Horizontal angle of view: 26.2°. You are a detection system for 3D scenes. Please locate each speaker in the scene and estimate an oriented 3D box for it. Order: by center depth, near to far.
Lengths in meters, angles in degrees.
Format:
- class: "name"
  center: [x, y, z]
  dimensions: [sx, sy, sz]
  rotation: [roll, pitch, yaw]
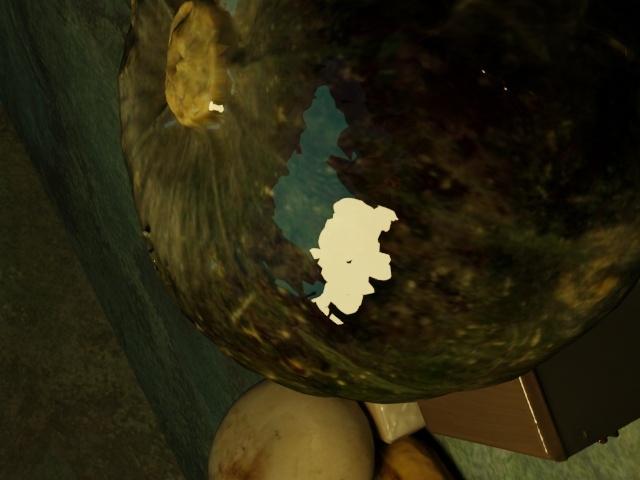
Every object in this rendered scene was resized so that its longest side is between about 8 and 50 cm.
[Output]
- class: "speaker"
  center: [0.175, 0.077, 1.198]
  dimensions: [0.193, 0.153, 0.231]
  rotation: [68, 160, -7]

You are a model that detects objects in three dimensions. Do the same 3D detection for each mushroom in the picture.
- class: "mushroom"
  center: [-0.029, 0.270, 1.647]
  dimensions: [0.178, 0.226, 0.226]
  rotation: [35, -176, -41]

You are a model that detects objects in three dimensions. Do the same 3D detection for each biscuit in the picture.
- class: "biscuit"
  center: [0.115, 0.369, 1.718]
  dimensions: [0.296, 0.102, 0.296]
  rotation: [163, 90, -72]

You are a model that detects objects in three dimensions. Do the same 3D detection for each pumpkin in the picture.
- class: "pumpkin"
  center: [0.056, -0.105, 0.956]
  dimensions: [0.454, 0.344, 0.455]
  rotation: [-9, 79, 54]

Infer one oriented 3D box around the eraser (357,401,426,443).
- class: "eraser"
  center: [0.024, 0.146, 1.752]
  dimensions: [0.343, 0.078, 0.144]
  rotation: [17, 127, 65]
